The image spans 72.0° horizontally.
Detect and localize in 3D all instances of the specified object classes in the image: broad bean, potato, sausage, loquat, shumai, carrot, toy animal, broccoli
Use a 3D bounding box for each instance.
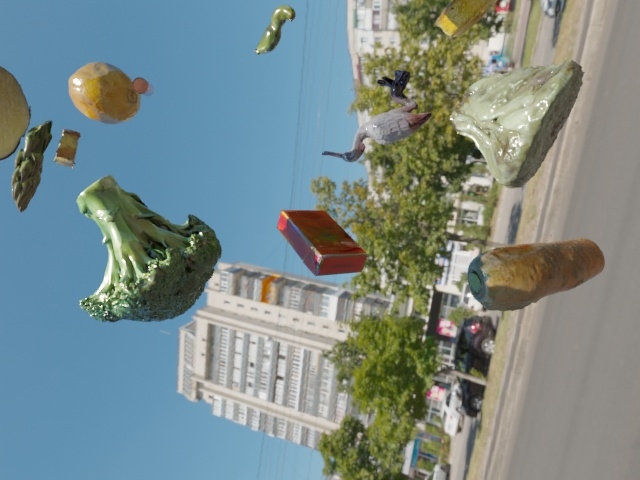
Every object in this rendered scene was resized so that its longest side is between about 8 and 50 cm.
[{"bbox_3d":[-0.133,-0.597,1.262,0.048,0.213,0.071,-7,-100,-34],"label":"broad bean"},{"bbox_3d":[-0.761,-0.288,0.968,0.182,0.117,0.203,-69,-15,-50],"label":"potato"},{"bbox_3d":[-0.393,-0.342,0.985,0.129,0.034,0.034,-134,47,-69],"label":"sausage"},{"bbox_3d":[-0.672,-0.454,1.370,0.187,0.233,0.176,83,-155,-56],"label":"loquat"},{"bbox_3d":[0.453,-0.314,1.090,0.310,0.263,0.304,-58,-29,1],"label":"shumai"},{"bbox_3d":[0.466,0.063,0.956,0.138,0.301,0.139,165,90,-74],"label":"carrot"},{"bbox_3d":[0.176,-0.322,1.257,0.324,0.195,0.090,-53,-23,4],"label":"toy animal"},{"bbox_3d":[-0.309,0.020,0.755,0.254,0.269,0.269,-37,-37,-18],"label":"broccoli"}]

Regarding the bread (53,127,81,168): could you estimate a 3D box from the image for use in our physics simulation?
[{"bbox_3d":[-0.805,-0.293,1.405,0.065,0.187,0.103,17,-98,-33],"label":"bread"}]

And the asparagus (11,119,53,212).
[{"bbox_3d":[-0.857,-0.224,1.297,0.080,0.080,0.288,8,-86,-70],"label":"asparagus"}]

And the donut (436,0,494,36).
[{"bbox_3d":[0.376,-0.579,1.107,0.066,0.162,0.178,56,-170,-2],"label":"donut"}]

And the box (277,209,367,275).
[{"bbox_3d":[0.000,0.001,0.876,0.112,0.175,0.048,-1,-57,-32],"label":"box"}]
